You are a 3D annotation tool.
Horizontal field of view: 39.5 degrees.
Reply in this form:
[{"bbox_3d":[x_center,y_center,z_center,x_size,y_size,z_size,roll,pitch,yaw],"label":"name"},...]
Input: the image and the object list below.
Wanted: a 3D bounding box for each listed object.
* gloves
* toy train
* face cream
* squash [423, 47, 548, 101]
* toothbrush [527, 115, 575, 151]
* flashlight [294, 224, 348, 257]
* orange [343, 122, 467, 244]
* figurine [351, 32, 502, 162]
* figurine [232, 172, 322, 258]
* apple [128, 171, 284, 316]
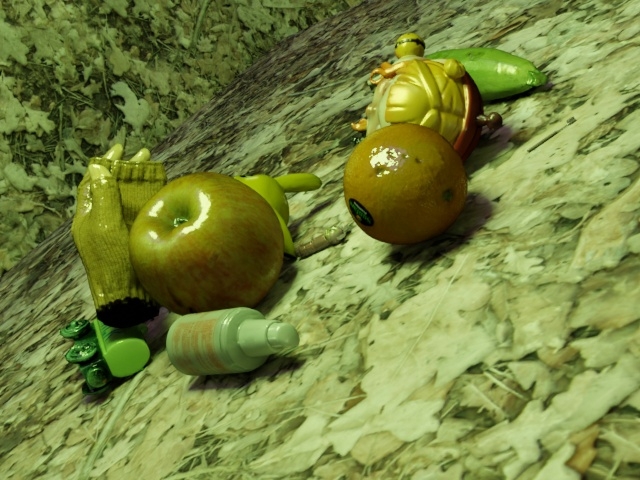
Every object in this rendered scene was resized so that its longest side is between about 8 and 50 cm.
[{"bbox_3d":[-0.380,-0.016,1.670,0.155,0.203,0.356,-7,74,24],"label":"gloves"},{"bbox_3d":[-0.403,0.200,1.704,0.157,0.105,0.253,-24,19,-13],"label":"toy train"},{"bbox_3d":[-0.129,0.153,1.368,0.251,0.101,0.101,-13,29,46],"label":"face cream"},{"bbox_3d":[0.310,-0.333,1.796,0.118,0.118,0.370,-41,23,-19],"label":"squash"},{"bbox_3d":[0.380,-0.175,1.470,0.097,0.008,0.006,-35,6,-1],"label":"toothbrush"},{"bbox_3d":[0.000,0.000,1.621,0.110,0.031,0.052,-25,22,24],"label":"flashlight"},{"bbox_3d":[0.132,-0.086,1.389,0.206,0.206,0.206,-30,20,12],"label":"orange"},{"bbox_3d":[0.175,-0.215,1.612,0.323,0.196,0.320,-175,95,-72],"label":"figurine"},{"bbox_3d":[-0.170,-0.025,1.758,0.326,0.169,0.218,-26,37,27],"label":"figurine"},{"bbox_3d":[-0.204,0.006,1.553,0.264,0.264,0.264,-30,20,12],"label":"apple"}]
